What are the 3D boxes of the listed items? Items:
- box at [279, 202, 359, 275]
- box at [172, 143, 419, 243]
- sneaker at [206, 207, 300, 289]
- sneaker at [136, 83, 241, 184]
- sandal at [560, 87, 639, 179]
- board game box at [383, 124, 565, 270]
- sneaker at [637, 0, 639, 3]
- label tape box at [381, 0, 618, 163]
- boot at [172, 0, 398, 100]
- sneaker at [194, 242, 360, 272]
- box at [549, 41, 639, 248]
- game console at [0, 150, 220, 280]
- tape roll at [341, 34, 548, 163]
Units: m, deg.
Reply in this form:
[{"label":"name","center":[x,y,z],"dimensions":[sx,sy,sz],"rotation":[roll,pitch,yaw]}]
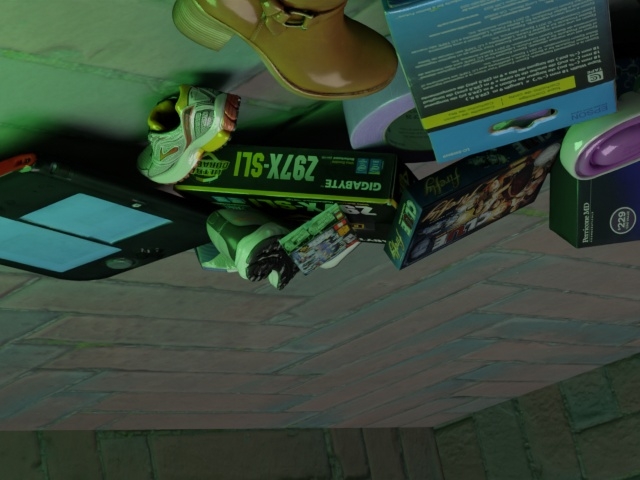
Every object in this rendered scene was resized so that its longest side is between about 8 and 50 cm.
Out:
[{"label":"box","center":[0.000,0.000,1.956],"dimensions":[0.094,0.027,0.137],"rotation":[-34,164,1]},{"label":"box","center":[-0.014,-0.063,2.047],"dimensions":[0.322,0.079,0.257],"rotation":[5,166,19]},{"label":"sneaker","center":[-0.079,0.000,2.031],"dimensions":[0.100,0.108,0.271],"rotation":[-53,163,4]},{"label":"sneaker","center":[-0.190,-0.147,1.868],"dimensions":[0.093,0.088,0.225],"rotation":[21,149,-23]},{"label":"sandal","center":[0.508,-0.160,1.837],"dimensions":[0.416,0.102,0.169],"rotation":[-24,152,-3]},{"label":"board game box","center":[0.208,-0.063,1.951],"dimensions":[0.243,0.042,0.165],"rotation":[-27,157,-22]},{"label":"sneaker","center":[0.502,-0.299,1.827],"dimensions":[0.279,0.107,0.118],"rotation":[4,138,-48]},{"label":"label tape box","center":[0.209,-0.243,1.657],"dimensions":[0.241,0.105,0.333],"rotation":[-16,151,7]},{"label":"boot","center":[0.000,-0.256,1.539],"dimensions":[0.283,0.109,0.220],"rotation":[21,154,-21]},{"label":"sneaker","center":[-0.045,-0.003,2.295],"dimensions":[0.316,0.127,0.182],"rotation":[-13,160,-1]},{"label":"box","center":[0.417,-0.134,1.961],"dimensions":[0.184,0.261,0.103],"rotation":[-7,-160,-11]},{"label":"game console","center":[-0.365,-0.023,2.018],"dimensions":[0.342,0.060,0.387],"rotation":[-13,160,38]},{"label":"tape roll","center":[0.165,-0.196,1.899],"dimensions":[0.275,0.090,0.275],"rotation":[-10,162,-3]}]
